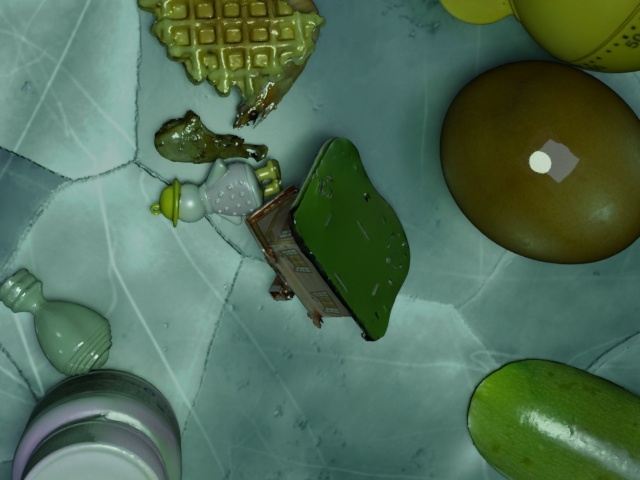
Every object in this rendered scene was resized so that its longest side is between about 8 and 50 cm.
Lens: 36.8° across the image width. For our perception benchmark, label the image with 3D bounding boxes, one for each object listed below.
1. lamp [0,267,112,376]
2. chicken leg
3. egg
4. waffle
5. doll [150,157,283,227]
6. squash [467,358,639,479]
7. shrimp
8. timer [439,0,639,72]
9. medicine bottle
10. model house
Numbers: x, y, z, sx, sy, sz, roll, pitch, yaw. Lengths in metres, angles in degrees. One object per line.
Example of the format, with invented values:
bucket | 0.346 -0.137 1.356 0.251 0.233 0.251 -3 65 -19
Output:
lamp | -0.399 0.123 1.455 0.193 0.106 0.106 43 90 -2
chicken leg | -0.163 -0.150 1.460 0.178 0.070 0.093 11 136 -20
egg | 0.342 -0.112 1.437 0.351 0.282 0.283 36 92 -18
waffle | -0.126 -0.342 1.422 0.261 0.056 0.250 40 87 -1
doll | -0.158 -0.069 1.468 0.207 0.081 0.129 -14 133 -2
squash | 0.404 0.331 1.625 0.308 0.210 0.234 25 96 17
shrimp | -0.090 -0.280 1.461 0.133 0.053 0.236 27 90 -13
timer | 0.395 -0.431 1.372 0.386 0.376 0.376 25 94 -9
medicine bottle | -0.321 0.334 1.388 0.241 0.302 0.241 -1 99 -9
model house | 0.000 0.002 1.467 0.294 0.153 0.207 56 44 -37
